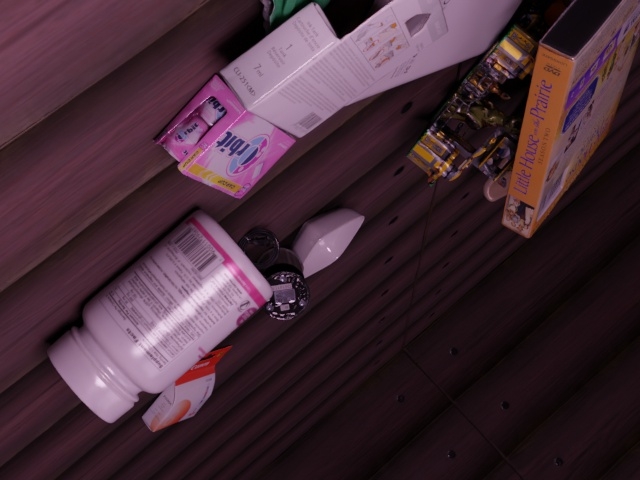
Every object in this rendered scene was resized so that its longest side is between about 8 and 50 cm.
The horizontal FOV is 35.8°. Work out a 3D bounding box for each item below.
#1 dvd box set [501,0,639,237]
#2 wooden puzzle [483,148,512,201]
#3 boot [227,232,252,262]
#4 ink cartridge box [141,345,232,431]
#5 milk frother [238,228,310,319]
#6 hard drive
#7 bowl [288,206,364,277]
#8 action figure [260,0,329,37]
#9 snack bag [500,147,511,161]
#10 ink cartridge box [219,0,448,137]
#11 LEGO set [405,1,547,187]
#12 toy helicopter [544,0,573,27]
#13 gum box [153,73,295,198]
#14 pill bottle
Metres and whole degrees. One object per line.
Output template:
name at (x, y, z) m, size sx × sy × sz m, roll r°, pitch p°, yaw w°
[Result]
dvd box set at (0.408, -0.234, 1.556) m, size 0.307 × 0.062 × 0.420 m, roll -49°, pitch 157°, yaw -26°
wooden puzzle at (0.518, -0.273, 2.269) m, size 0.322 × 0.080 × 0.347 m, roll -25°, pitch 151°, yaw -46°
boot at (-0.158, 0.040, 1.539) m, size 0.087 × 0.042 × 0.118 m, roll -26°, pitch 139°, yaw 6°
ink cartridge box at (-0.248, 0.289, 1.937) m, size 0.179 × 0.045 × 0.145 m, roll -47°, pitch 164°, yaw 21°
milk frother at (-0.080, 0.039, 1.637) m, size 0.134 × 0.129 × 0.143 m, roll -113°, pitch -147°, yaw -72°
hard drive at (0.182, -0.327, 1.408) m, size 0.353 × 0.047 × 0.233 m, roll -27°, pitch 157°, yaw -42°
bowl at (0.000, 0.000, 1.780) m, size 0.142 × 0.053 × 0.142 m, roll -27°, pitch 156°, yaw -43°
action figure at (-0.022, -0.277, 1.036) m, size 0.137 × 0.063 × 0.232 m, roll -37°, pitch 169°, yaw -25°
snack bag at (0.513, -0.320, 1.905) m, size 0.323 × 0.037 × 0.342 m, roll -35°, pitch 164°, yaw -41°
ink cartridge box at (0.027, -0.222, 1.154) m, size 0.239 × 0.060 × 0.275 m, roll -36°, pitch 173°, yaw 8°
LEGO set at (0.315, -0.206, 1.654) m, size 0.331 × 0.192 × 0.255 m, roll -51°, pitch -179°, yaw 18°
toy helicopter at (0.522, -0.455, 1.703) m, size 0.235 × 0.140 × 0.355 m, roll -35°, pitch 164°, yaw 37°
gum box at (-0.113, -0.122, 1.204) m, size 0.107 × 0.062 × 0.188 m, roll -45°, pitch 163°, yaw 7°
pill bottle at (-0.219, 0.105, 1.350) m, size 0.283 × 0.160 × 0.160 m, roll -41°, pitch 163°, yaw -6°
